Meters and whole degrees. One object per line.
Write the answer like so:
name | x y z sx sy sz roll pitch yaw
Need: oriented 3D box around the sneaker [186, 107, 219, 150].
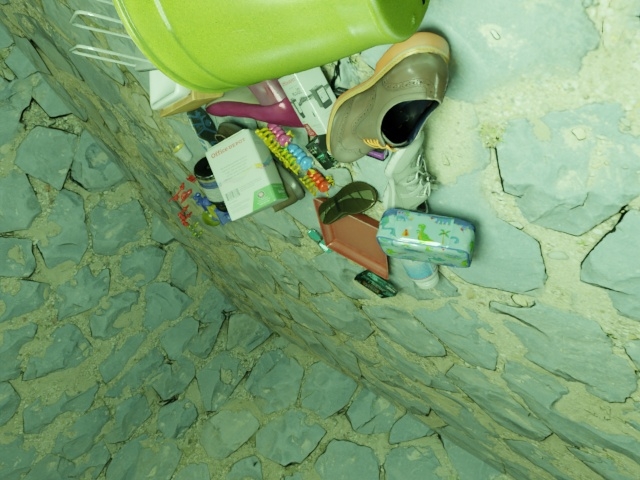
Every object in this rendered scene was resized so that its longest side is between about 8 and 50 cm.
sneaker | -0.396 -0.362 1.560 0.081 0.080 0.211 15 145 41

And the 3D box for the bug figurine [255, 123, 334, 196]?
bug figurine | -0.062 -0.221 1.232 0.216 0.072 0.279 46 -178 16

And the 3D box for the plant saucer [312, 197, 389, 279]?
plant saucer | 0.108 -0.016 1.425 0.259 0.047 0.258 28 154 28

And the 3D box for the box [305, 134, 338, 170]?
box | 0.016 -0.231 1.161 0.083 0.062 0.052 48 158 -15

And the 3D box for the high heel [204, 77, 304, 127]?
high heel | -0.176 -0.338 1.210 0.181 0.127 0.377 46 162 -28

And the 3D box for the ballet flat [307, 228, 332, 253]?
ballet flat | 0.000 0.000 1.647 0.114 0.041 0.041 44 157 -4

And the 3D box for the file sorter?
file sorter | -0.445 -0.532 1.002 0.193 0.173 0.277 25 111 52

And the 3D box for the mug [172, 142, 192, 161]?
mug | -0.556 -0.359 1.870 0.062 0.078 0.064 -18 133 27

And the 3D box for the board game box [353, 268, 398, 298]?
board game box | 0.187 0.151 1.565 0.126 0.026 0.186 34 169 0

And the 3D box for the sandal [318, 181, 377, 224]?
sandal | 0.079 -0.100 1.277 0.219 0.060 0.089 -29 73 47

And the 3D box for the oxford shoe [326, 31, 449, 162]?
oxford shoe | 0.104 -0.221 0.866 0.130 0.132 0.364 7 160 -20

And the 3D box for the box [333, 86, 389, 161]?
box | 0.092 -0.260 1.032 0.116 0.029 0.162 27 154 31

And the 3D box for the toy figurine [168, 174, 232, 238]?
toy figurine | -0.480 -0.106 2.034 0.217 0.191 0.362 27 155 21

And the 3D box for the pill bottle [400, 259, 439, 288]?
pill bottle | 0.267 0.057 1.249 0.087 0.087 0.160 15 145 47

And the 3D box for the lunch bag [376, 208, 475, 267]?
lunch bag | 0.248 0.000 1.079 0.219 0.090 0.176 9 164 23

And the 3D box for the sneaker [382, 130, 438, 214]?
sneaker | 0.207 -0.146 0.999 0.116 0.105 0.281 20 160 14

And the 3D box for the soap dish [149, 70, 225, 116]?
soap dish | -0.312 -0.446 1.066 0.229 0.118 0.290 5 94 54

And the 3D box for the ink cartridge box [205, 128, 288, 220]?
ink cartridge box | -0.206 -0.183 1.283 0.155 0.093 0.212 -23 90 23

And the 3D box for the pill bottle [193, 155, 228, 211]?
pill bottle | -0.395 -0.213 1.773 0.123 0.122 0.219 29 155 28

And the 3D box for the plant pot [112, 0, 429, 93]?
plant pot | -0.039 -0.398 0.646 0.353 0.366 0.366 11 145 30

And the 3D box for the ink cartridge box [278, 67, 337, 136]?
ink cartridge box | -0.019 -0.315 1.019 0.150 0.063 0.109 58 166 -19

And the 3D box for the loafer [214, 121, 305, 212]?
loafer | -0.209 -0.221 1.382 0.366 0.130 0.134 43 175 21
